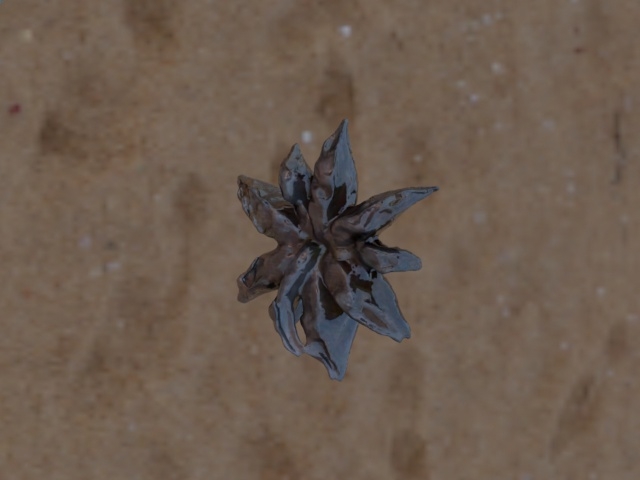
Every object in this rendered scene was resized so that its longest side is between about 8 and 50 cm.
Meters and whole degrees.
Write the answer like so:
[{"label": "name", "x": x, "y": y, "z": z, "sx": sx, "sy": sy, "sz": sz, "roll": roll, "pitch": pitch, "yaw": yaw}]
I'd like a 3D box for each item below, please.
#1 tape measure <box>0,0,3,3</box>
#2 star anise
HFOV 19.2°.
[{"label": "tape measure", "x": -0.255, "y": -0.215, "z": 0.947, "sx": 0.262, "sy": 0.259, "sz": 0.138, "roll": 33, "pitch": 44, "yaw": -25}, {"label": "star anise", "x": 0.000, "y": 0.000, "z": 1.429, "sx": 0.065, "sy": 0.195, "sz": 0.182, "roll": -2, "pitch": 120, "yaw": -52}]
